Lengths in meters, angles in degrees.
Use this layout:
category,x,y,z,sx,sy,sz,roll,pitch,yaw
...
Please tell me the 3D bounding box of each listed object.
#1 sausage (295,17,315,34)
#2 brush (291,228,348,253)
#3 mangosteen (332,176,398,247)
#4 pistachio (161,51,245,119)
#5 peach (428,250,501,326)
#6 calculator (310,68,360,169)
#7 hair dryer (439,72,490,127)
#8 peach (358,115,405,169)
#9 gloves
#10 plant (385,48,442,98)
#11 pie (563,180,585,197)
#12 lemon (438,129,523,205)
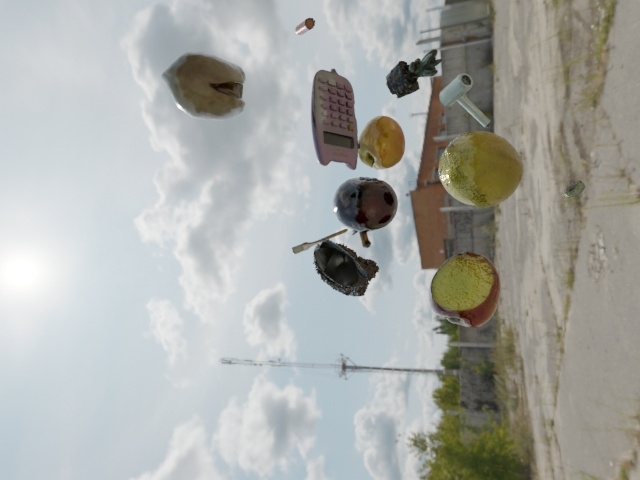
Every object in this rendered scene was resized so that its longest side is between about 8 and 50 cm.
category,x,y,z,sx,sy,sz,roll,pitch,yaw
sausage,-0.070,-0.886,1.733,0.048,0.145,0.050,24,-89,-27
brush,0.000,0.000,1.879,0.103,0.272,0.014,88,160,-74
mangosteen,0.160,-0.098,1.509,0.235,0.235,0.262,-42,-43,-64
pistachio,-0.307,-0.413,1.128,0.288,0.197,0.166,-39,-39,-71
peach,0.543,0.180,1.566,0.275,0.248,0.245,-63,-11,-6
calculator,0.041,-0.360,1.235,0.194,0.043,0.295,-3,-89,-45
hair dryer,0.594,-0.537,1.651,0.236,0.131,0.073,45,-114,-5
peach,0.362,-0.579,2.431,0.308,0.288,0.289,-57,-33,-17
gloves,0.076,0.091,1.290,0.312,0.210,0.135,90,-161,-78
plant,0.442,-0.799,1.977,0.149,0.274,0.147,0,-100,-39
pie,0.964,-0.195,1.587,0.020,0.084,0.084,43,-142,-16
lemon,0.559,-0.245,1.446,0.258,0.309,0.258,-165,90,-69
